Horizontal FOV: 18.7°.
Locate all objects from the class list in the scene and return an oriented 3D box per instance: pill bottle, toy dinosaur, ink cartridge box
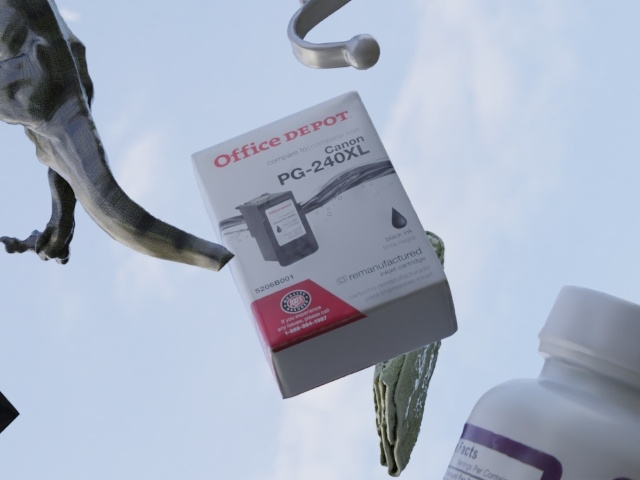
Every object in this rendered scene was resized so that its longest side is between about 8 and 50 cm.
[{"bbox_3d":[0.143,0.187,1.145,0.169,0.169,0.301,30,-98,-51],"label":"pill bottle"},{"bbox_3d":[-0.140,-0.056,0.958,0.064,0.268,0.118,-3,-38,-44],"label":"toy dinosaur"},{"bbox_3d":[0.000,0.000,1.119,0.109,0.150,0.063,-22,-34,-4],"label":"ink cartridge box"}]

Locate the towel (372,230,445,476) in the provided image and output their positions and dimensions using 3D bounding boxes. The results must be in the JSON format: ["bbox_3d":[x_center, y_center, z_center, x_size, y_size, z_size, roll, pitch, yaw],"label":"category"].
[{"bbox_3d":[0.062,0.077,1.327,0.110,0.027,0.148,85,-164,-46],"label":"towel"}]

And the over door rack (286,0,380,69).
[{"bbox_3d":[0.083,-0.264,0.959,0.324,0.108,0.239,-45,-42,-25],"label":"over door rack"}]

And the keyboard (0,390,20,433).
[{"bbox_3d":[-0.355,0.233,1.493,0.317,0.033,0.201,-45,-58,-16],"label":"keyboard"}]
